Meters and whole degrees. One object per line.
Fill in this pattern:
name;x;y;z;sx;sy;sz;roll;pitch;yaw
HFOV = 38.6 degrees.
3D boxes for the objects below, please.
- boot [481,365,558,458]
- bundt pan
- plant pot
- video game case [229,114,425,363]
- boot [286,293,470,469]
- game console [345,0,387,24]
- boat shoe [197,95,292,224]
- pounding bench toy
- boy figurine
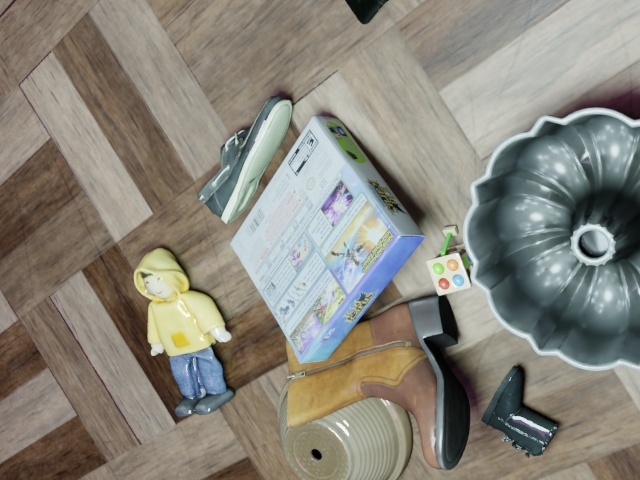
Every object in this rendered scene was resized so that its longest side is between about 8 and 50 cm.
boot;0.292;0.247;1.306;0.099;0.045;0.121;32;126;20
bundt pan;0.354;-0.012;1.139;0.330;0.124;0.331;10;111;28
plant pot;0.018;0.313;1.446;0.237;0.109;0.237;9;109;27
video game case;0.000;0.000;1.331;0.269;0.061;0.244;-54;53;32
boot;0.064;0.224;1.318;0.280;0.096;0.264;-20;60;25
game console;0.069;-0.378;1.247;0.122;0.071;0.107;57;153;3
boat shoe;-0.119;-0.131;1.392;0.079;0.084;0.233;41;124;12
pounding bench toy;0.183;0.026;1.283;0.052;0.065;0.083;-18;96;33
boy figurine;-0.229;0.150;1.545;0.177;0.092;0.285;-7;106;34
